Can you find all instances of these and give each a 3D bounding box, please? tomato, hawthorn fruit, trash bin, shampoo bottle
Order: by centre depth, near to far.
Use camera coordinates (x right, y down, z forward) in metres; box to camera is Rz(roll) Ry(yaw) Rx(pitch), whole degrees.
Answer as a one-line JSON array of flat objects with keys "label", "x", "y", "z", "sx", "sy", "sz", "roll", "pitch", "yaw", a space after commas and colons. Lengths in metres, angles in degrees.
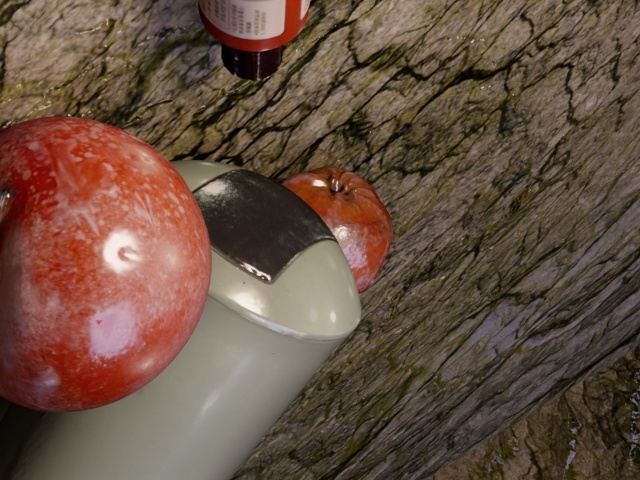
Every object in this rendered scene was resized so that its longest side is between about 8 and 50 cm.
[{"label": "shampoo bottle", "x": -0.059, "y": -0.241, "z": 1.439, "sx": 0.104, "sy": 0.104, "sz": 0.278, "roll": -31, "pitch": 157, "yaw": -19}, {"label": "tomato", "x": -0.218, "y": 0.023, "z": 1.469, "sx": 0.227, "sy": 0.270, "sz": 0.270, "roll": 2, "pitch": 138, "yaw": -34}, {"label": "trash bin", "x": -0.155, "y": 0.122, "z": 1.730, "sx": 0.280, "sy": 0.280, "sz": 0.432, "roll": -1, "pitch": 131, "yaw": -58}, {"label": "hawthorn fruit", "x": 0.000, "y": 0.000, "z": 1.950, "sx": 0.173, "sy": 0.173, "sz": 0.173, "roll": -33, "pitch": 158, "yaw": -15}]

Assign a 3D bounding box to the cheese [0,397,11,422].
[{"label": "cheese", "x": -0.369, "y": 0.263, "z": 1.986, "sx": 0.263, "sy": 0.093, "sz": 0.159, "roll": -45, "pitch": 159, "yaw": 14}]
